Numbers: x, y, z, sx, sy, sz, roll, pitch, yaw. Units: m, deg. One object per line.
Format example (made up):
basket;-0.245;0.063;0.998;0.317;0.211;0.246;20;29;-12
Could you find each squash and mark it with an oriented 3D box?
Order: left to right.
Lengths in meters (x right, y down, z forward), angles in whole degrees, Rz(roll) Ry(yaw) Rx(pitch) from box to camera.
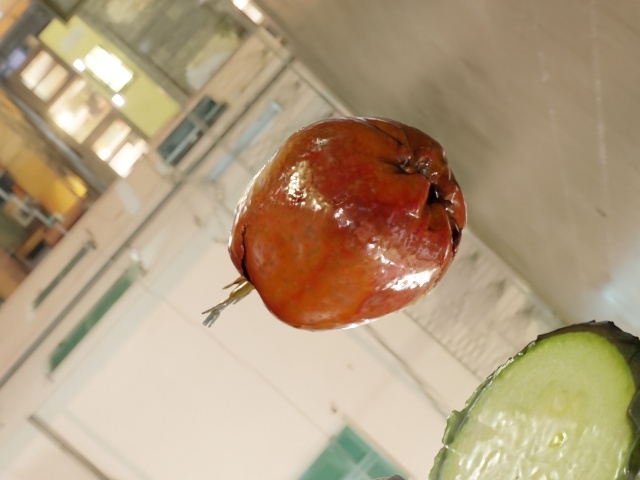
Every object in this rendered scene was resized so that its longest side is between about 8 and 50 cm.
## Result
squash;0.183;0.174;0.914;0.133;0.220;0.220;39;180;-31

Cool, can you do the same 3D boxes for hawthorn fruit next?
hawthorn fruit;0.000;0.000;1.260;0.211;0.299;0.211;49;-163;-21

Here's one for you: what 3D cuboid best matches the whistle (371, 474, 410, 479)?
whistle;0.114;0.364;1.231;0.348;0.189;0.189;33;175;22
